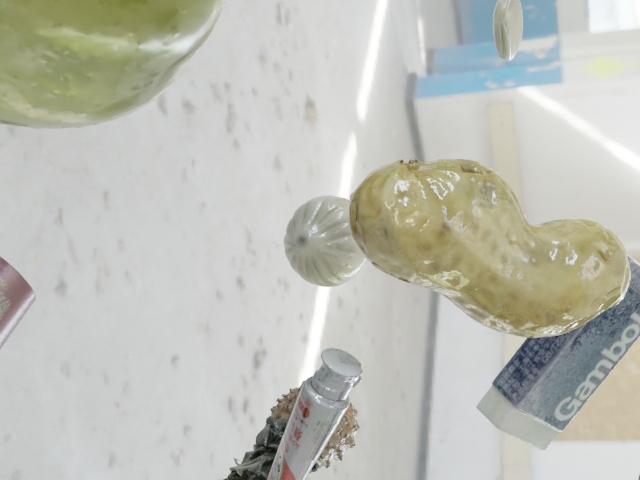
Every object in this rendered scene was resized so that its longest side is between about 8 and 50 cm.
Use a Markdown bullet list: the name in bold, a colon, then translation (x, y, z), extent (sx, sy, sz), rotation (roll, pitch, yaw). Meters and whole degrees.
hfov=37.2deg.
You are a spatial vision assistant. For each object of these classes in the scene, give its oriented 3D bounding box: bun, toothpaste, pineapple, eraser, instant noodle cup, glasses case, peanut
- **bun**: translation (0.000, 0.000, 1.396), extent (0.094, 0.138, 0.138), rotation (3, 83, -61)
- **toothpaste**: translation (-0.020, 0.232, 1.099), extent (0.089, 0.057, 0.234), rotation (-102, -148, -63)
- **pineapple**: translation (-0.062, 0.348, 1.554), extent (0.364, 0.165, 0.166), rotation (-28, 114, -63)
- **eraser**: translation (0.254, 0.108, 0.949), extent (0.091, 0.213, 0.046), rotation (29, 11, -38)
- **instant noodle cup**: translation (-0.686, 0.124, 1.860), extent (0.178, 0.234, 0.235), rotation (-54, 145, -27)
- **glasses case**: translation (0.169, -0.193, 0.856), extent (0.032, 0.021, 0.083), rotation (-66, 158, -15)
- **peanut**: translation (0.127, 0.008, 0.707), extent (0.103, 0.229, 0.098), rotation (-56, -162, 31)

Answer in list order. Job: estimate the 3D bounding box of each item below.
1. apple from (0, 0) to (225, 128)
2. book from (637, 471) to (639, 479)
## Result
- **apple**: translation (-0.265, -0.261, 0.832), extent (0.360, 0.311, 0.320), rotation (4, 96, -36)
- **book**: translation (0.435, 0.250, 0.982), extent (0.027, 0.264, 0.202), rotation (40, 55, -14)
